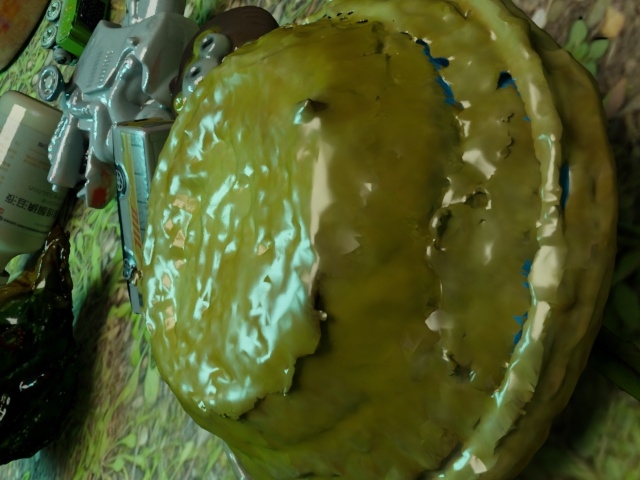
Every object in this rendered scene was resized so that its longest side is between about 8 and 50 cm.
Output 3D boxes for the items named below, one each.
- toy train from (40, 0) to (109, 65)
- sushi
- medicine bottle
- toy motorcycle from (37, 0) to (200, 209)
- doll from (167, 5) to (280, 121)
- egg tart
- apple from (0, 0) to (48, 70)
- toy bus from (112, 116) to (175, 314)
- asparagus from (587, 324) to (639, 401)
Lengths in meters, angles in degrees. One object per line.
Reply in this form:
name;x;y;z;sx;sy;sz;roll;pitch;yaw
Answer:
toy train;-0.310;-0.318;1.233;0.081;0.060;0.202;-19;57;35
sushi;-0.301;0.134;0.927;0.287;0.149;0.140;-51;4;-16
medicine bottle;-0.363;-0.041;1.105;0.114;0.114;0.252;29;94;52
toy motorcycle;-0.196;-0.145;0.978;0.171;0.110;0.260;47;114;37
doll;-0.056;-0.147;0.820;0.188;0.096;0.145;-26;60;27
egg tart;0.000;0.000;0.602;0.388;0.169;0.388;-23;61;51
apple;-0.534;-0.408;1.460;0.293;0.163;0.251;34;97;53
toy bus;-0.140;-0.018;0.824;0.072;0.057;0.172;11;110;49
asparagus;0.174;0.071;0.484;0.236;0.027;0.034;37;112;52
